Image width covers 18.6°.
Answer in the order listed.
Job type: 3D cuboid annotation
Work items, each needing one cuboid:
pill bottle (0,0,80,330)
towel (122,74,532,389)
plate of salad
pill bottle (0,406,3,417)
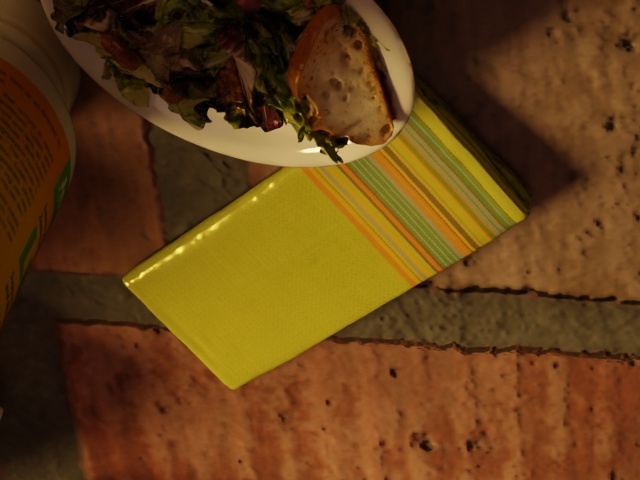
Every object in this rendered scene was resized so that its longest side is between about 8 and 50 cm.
[{"bbox_3d":[-0.202,-0.027,0.986,0.136,0.246,0.136,7,129,8],"label":"pill bottle"},{"bbox_3d":[0.000,0.000,1.107,0.237,0.021,0.102,-32,109,33],"label":"towel"},{"bbox_3d":[-0.051,-0.091,0.968,0.199,0.048,0.200,16,150,9],"label":"plate of salad"},{"bbox_3d":[-0.315,0.100,1.191,0.221,0.121,0.121,26,128,-8],"label":"pill bottle"}]
